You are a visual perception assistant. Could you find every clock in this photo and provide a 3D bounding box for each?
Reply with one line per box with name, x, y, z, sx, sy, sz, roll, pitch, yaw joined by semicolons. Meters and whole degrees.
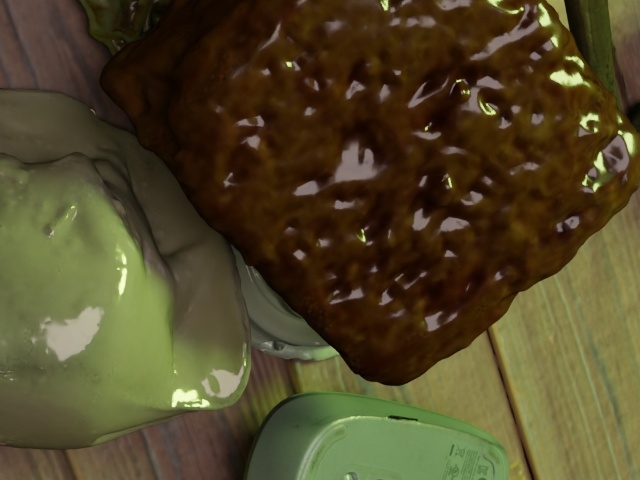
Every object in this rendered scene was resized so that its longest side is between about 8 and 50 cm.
clock;0.000;0.000;1.412;0.236;0.053;0.236;-3;97;-25

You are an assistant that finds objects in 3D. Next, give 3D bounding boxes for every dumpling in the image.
dumpling;-0.254;0.016;1.251;0.395;0.233;0.315;4;62;-20

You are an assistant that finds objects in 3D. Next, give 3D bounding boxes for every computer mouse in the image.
computer mouse;0.051;0.231;1.439;0.288;0.097;0.159;16;88;-36

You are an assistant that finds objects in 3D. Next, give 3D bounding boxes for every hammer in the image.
hammer;0.247;-0.209;1.384;0.168;0.044;0.440;-43;141;-20

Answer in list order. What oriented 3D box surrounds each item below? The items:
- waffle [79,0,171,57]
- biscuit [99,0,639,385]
waffle;-0.116;-0.253;1.330;0.223;0.054;0.204;-34;108;-16
biscuit;0.061;-0.094;1.252;0.343;0.166;0.395;-40;118;9
